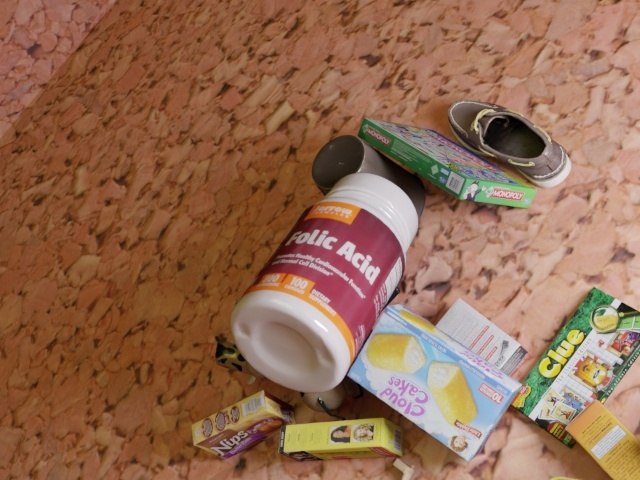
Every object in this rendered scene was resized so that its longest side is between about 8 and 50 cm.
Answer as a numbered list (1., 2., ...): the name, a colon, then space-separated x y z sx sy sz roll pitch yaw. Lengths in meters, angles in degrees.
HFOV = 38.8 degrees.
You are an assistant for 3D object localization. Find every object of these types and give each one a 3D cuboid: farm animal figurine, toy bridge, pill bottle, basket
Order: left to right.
1. farm animal figurine: -0.042 0.213 1.802 0.330 0.172 0.327 -42 60 9
2. pill bottle: 0.022 0.063 1.650 0.224 0.224 0.392 -3 37 35
3. basket: 0.093 -0.107 1.899 0.154 0.227 0.204 19 76 42
4. toy bridge: 0.116 0.487 1.654 0.063 0.026 0.188 32 84 41

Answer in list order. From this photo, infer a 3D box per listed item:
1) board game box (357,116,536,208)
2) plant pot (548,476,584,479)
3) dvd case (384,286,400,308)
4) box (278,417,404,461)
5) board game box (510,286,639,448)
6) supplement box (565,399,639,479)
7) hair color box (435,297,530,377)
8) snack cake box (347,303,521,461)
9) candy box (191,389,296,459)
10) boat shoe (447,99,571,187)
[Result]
1. board game box: 0.250 -0.158 1.828 0.317 0.213 0.046 38 116 44
2. plant pot: 0.399 0.487 1.297 0.212 0.187 0.212 -2 18 41
3. dvd case: 0.028 0.088 1.923 0.180 0.022 0.253 -47 60 6
4. box: 0.039 0.382 1.736 0.232 0.087 0.058 -11 59 30
5. board game box: 0.454 0.216 1.572 0.259 0.030 0.136 -53 44 -3
6. supplement box: 0.493 0.360 1.420 0.080 0.078 0.233 -46 46 4
7. hair color box: 0.293 0.192 1.687 0.093 0.053 0.167 -50 45 1
8. snack cake box: 0.199 0.246 1.607 0.264 0.089 0.152 33 102 20
9. candy box: -0.158 0.379 1.864 0.187 0.109 0.053 -29 50 18
10. boat shoe: 0.368 -0.219 1.855 0.116 0.097 0.324 -48 46 2
